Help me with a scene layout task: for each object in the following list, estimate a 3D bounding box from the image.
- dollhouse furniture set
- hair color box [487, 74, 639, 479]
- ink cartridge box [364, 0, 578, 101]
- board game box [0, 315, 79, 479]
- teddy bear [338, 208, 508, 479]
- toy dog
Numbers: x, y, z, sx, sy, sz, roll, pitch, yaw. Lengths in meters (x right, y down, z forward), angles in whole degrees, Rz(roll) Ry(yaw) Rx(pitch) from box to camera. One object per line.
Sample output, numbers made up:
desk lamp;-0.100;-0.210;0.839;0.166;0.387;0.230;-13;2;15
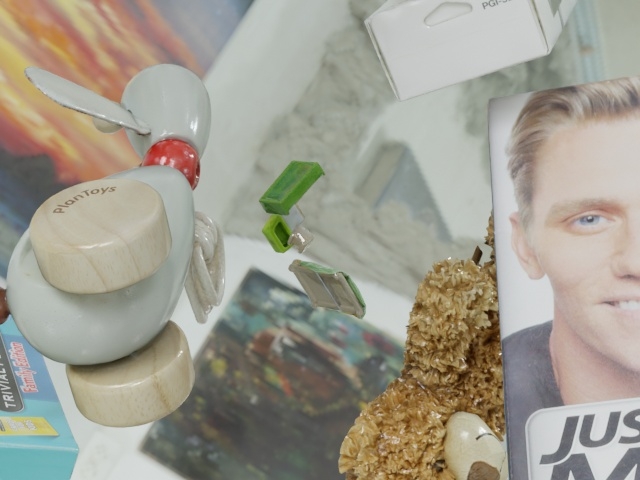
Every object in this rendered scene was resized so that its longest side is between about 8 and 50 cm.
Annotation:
dollhouse furniture set;0.000;0.000;1.170;0.076;0.058;0.152;7;-42;48
hair color box;0.188;0.068;0.672;0.174;0.347;0.105;-8;-37;14
ink cartridge box;0.097;-0.141;0.754;0.099;0.135;0.056;-15;-72;25
board game box;-0.305;0.248;1.028;0.079;0.336;0.254;9;19;-27
teddy bear;0.146;0.085;0.998;0.113;0.338;0.245;22;-43;24
toy dog;-0.165;-0.011;0.861;0.161;0.220;0.334;-2;14;2
